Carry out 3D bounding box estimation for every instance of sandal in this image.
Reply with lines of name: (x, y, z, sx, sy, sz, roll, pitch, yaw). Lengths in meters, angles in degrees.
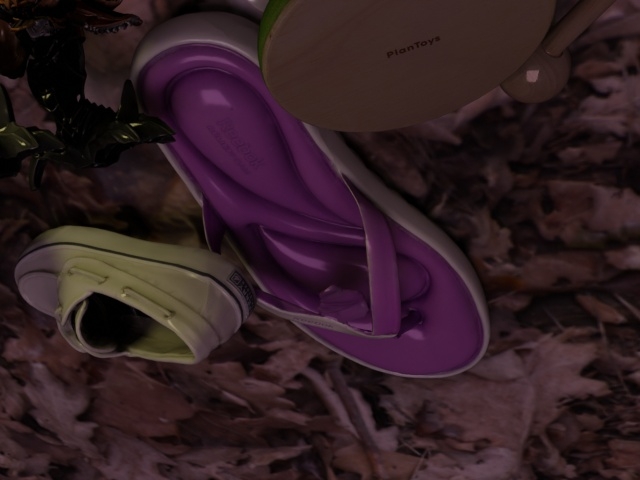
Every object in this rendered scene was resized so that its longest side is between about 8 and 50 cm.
sandal: (-0.012, 0.006, 0.873, 0.169, 0.102, 0.416, -23, 126, 30)

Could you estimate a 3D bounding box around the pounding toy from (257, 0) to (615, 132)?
pounding toy: (0.067, -0.166, 0.690, 0.236, 0.110, 0.183, -5, 151, -20)

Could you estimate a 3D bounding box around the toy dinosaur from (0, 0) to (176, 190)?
toy dinosaur: (-0.204, -0.151, 0.740, 0.322, 0.164, 0.219, -22, 87, 54)

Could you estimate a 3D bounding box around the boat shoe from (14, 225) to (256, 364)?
boat shoe: (-0.176, 0.055, 0.915, 0.267, 0.088, 0.096, 8, 134, 35)

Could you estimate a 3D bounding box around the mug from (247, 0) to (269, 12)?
mug: (-0.021, -0.192, 0.724, 0.064, 0.078, 0.062, -42, 83, 29)
